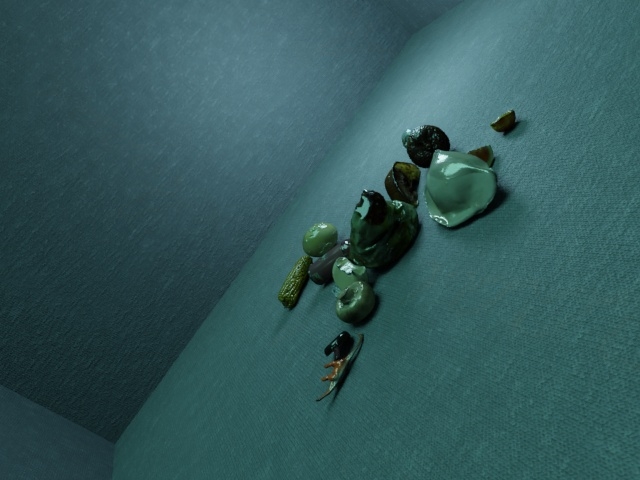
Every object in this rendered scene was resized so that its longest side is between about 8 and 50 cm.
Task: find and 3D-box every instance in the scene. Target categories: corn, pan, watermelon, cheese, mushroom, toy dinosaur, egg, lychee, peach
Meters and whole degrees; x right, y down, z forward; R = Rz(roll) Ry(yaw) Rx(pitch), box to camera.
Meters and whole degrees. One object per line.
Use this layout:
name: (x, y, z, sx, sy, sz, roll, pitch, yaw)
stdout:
corn: (-0.125, 0.199, 2.379, 0.102, 0.102, 0.313, -29, 28, 48)
pan: (0.052, 0.371, 1.629, 0.115, 0.040, 0.212, -44, -1, 7)
watermelon: (0.566, -0.287, 1.693, 0.125, 0.094, 0.135, -31, 32, 26)
cheese: (0.111, 0.176, 1.885, 0.070, 0.163, 0.249, -28, -36, -32)
mushroom: (0.123, 0.222, 1.722, 0.166, 0.127, 0.166, -40, 16, 14)
toy dinosaur: (0.064, 0.430, 1.593, 0.101, 0.055, 0.280, -14, 39, 47)
egg: (-0.001, -0.002, 2.377, 0.201, 0.164, 0.164, -42, 21, 18)
lychee: (0.463, -0.402, 2.020, 0.194, 0.194, 0.194, -44, 20, 20)
peach: (0.686, -0.440, 1.747, 0.098, 0.061, 0.098, -32, 5, 3)

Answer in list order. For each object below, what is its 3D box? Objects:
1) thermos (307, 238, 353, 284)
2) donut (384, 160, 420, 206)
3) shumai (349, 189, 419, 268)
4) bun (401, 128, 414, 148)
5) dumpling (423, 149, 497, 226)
thermos: (0.095, 0.077, 2.104, 0.330, 0.110, 0.136, -38, -19, 35)
donut: (0.344, -0.243, 2.052, 0.112, 0.151, 0.295, -49, 17, 38)
shumai: (0.192, -0.073, 1.812, 0.303, 0.263, 0.310, 1, 55, 41)
bun: (0.439, -0.464, 2.239, 0.083, 0.141, 0.141, -44, 19, 1)
dumpling: (0.467, -0.177, 1.635, 0.341, 0.181, 0.260, 30, 111, 39)
